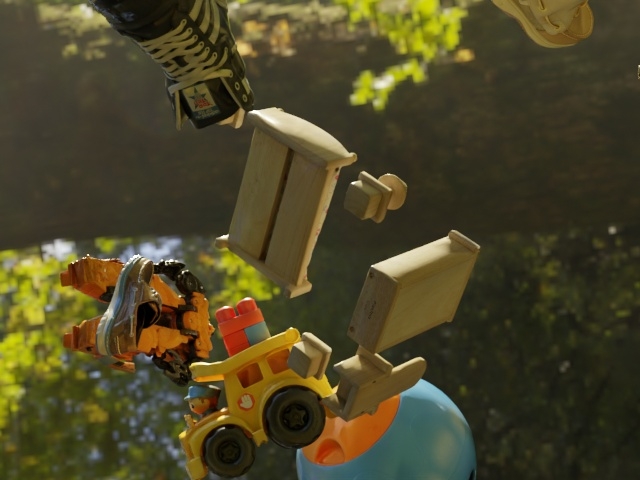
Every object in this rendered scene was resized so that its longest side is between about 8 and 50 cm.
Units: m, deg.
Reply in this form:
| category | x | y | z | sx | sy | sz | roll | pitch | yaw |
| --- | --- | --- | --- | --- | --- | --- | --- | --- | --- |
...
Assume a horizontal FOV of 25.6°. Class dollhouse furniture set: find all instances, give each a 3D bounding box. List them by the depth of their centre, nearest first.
| category | x | y | z | sx | sy | sz | roll | pitch | yaw |
| --- | --- | --- | --- | --- | --- | --- | --- | --- | --- |
| dollhouse furniture set | 0.000 | 0.000 | 1.798 | 0.174 | 0.355 | 0.303 | -18 | -45 | -47 |

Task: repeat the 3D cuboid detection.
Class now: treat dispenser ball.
| category | x | y | z | sx | sy | sz | roll | pitch | yaw |
| --- | --- | --- | --- | --- | --- | --- | --- | --- | --- |
| treat dispenser ball | 0.105 | 0.353 | 2.248 | 0.288 | 0.288 | 0.288 | -8 | -90 | -76 |

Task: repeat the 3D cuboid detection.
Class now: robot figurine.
| category | x | y | z | sx | sy | sz | roll | pitch | yaw |
| --- | --- | --- | --- | --- | --- | --- | --- | --- | --- |
| robot figurine | -0.281 | 0.123 | 2.238 | 0.291 | 0.085 | 0.211 | 20 | -121 | -50 |

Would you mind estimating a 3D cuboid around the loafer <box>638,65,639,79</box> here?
| category | x | y | z | sx | sy | sz | roll | pitch | yaw |
| --- | --- | --- | --- | --- | --- | --- | --- | --- | --- |
| loafer | 0.588 | -0.283 | 2.117 | 0.092 | 0.268 | 0.102 | -22 | -96 | -41 |

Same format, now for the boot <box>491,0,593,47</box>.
| category | x | y | z | sx | sy | sz | roll | pitch | yaw |
| --- | --- | --- | --- | --- | --- | --- | --- | --- | --- |
| boot | 0.351 | -0.335 | 1.830 | 0.262 | 0.203 | 0.095 | 23 | -118 | -51 |

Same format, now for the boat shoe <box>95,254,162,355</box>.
| category | x | y | z | sx | sy | sz | roll | pitch | yaw |
| --- | --- | --- | --- | --- | --- | --- | --- | --- | --- |
| boat shoe | -0.263 | 0.097 | 2.021 | 0.066 | 0.066 | 0.183 | 83 | -163 | -46 |

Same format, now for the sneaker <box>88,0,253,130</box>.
| category | x | y | z | sx | sy | sz | roll | pitch | yaw |
| --- | --- | --- | --- | --- | --- | --- | --- | --- | --- |
| sneaker | -0.146 | -0.196 | 1.441 | 0.282 | 0.099 | 0.153 | -8 | -96 | -75 |

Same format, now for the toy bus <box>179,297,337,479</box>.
| category | x | y | z | sx | sy | sz | roll | pitch | yaw |
| --- | --- | --- | --- | --- | --- | --- | --- | --- | --- |
| toy bus | -0.103 | 0.194 | 1.841 | 0.211 | 0.220 | 0.149 | 64 | 174 | 6 |
